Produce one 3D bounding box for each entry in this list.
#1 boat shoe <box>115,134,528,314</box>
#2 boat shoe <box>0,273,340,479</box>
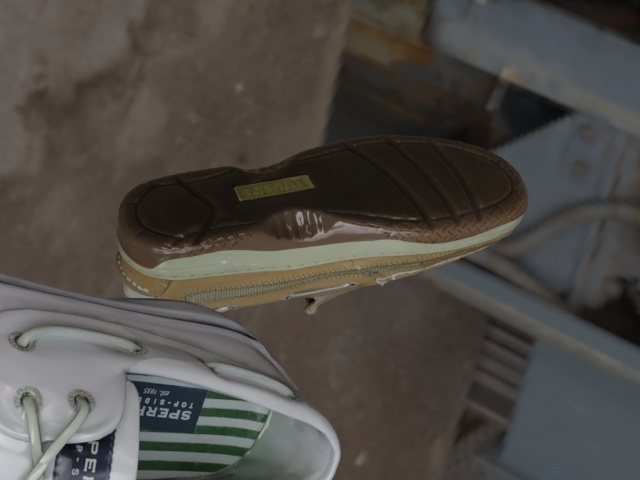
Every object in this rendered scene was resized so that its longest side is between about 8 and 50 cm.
[{"bbox_3d":[0.000,0.000,0.795,0.190,0.068,0.072,-5,134,-12],"label":"boat shoe"},{"bbox_3d":[-0.080,0.051,0.495,0.226,0.075,0.083,-5,114,-49],"label":"boat shoe"}]
